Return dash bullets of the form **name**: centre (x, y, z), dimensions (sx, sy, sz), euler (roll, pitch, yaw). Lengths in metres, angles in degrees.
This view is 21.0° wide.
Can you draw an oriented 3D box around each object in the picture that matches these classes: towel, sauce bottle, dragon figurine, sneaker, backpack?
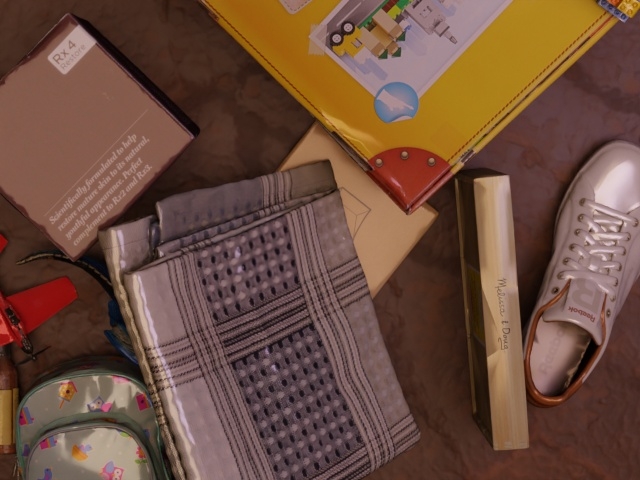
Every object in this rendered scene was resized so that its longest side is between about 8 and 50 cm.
- **towel**: centre (-0.046, 0.096, 1.653), dimensions (0.312, 0.056, 0.324), euler (-20, 92, -43)
- **sauce bottle**: centre (-0.329, 0.155, 1.773), dimensions (0.042, 0.042, 0.128), euler (0, 86, -3)
- **dragon figurine**: centre (-0.161, 0.081, 1.716), dimensions (0.289, 0.144, 0.085), euler (36, 91, -12)
- **sneaker**: centre (0.279, 0.039, 1.753), dimensions (0.106, 0.123, 0.290), euler (19, 93, -2)
- **backpack**: centre (-0.226, 0.214, 1.736), dimensions (0.166, 0.144, 0.188), euler (-10, 93, 4)

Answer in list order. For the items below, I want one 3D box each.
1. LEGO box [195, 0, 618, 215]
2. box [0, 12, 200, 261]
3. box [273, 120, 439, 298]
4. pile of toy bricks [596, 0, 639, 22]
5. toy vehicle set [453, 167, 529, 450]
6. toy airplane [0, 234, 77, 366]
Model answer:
- **LEGO box**: centre (0.127, -0.338, 1.614), dimensions (0.500, 0.193, 0.372), euler (-43, 105, 11)
- **box**: centre (-0.233, -0.102, 1.674), dimensions (0.167, 0.203, 0.168), euler (45, 92, -6)
- **box**: centre (0.000, 0.000, 1.786), dimensions (0.164, 0.021, 0.201), euler (38, 92, -6)
- **pile of toy bricks**: centre (0.223, -0.255, 1.487), dimensions (0.212, 0.105, 0.118), euler (33, 104, -13)
- **toy vehicle set**: centre (0.169, 0.063, 1.727), dimensions (0.035, 0.166, 0.267), euler (-5, 96, -2)
- **toy airplane**: centre (-0.325, 0.057, 1.757), dimensions (0.151, 0.028, 0.151), euler (4, 74, -13)
